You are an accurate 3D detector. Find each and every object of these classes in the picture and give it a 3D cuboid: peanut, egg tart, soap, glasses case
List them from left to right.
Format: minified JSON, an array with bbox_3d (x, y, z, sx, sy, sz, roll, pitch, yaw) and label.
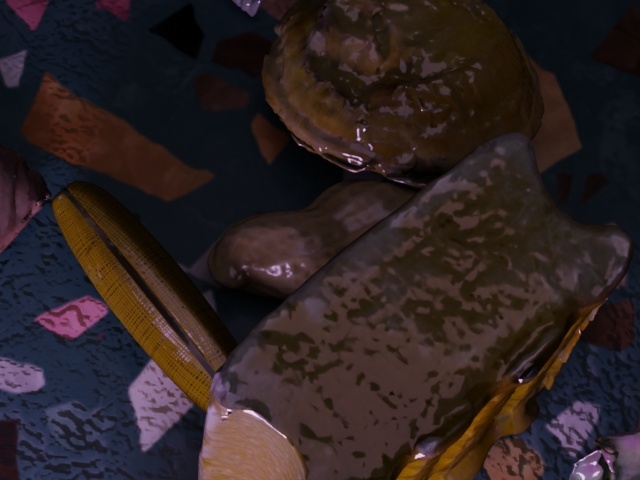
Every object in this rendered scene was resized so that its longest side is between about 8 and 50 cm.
[{"bbox_3d":[-0.129,0.048,1.403,0.064,0.079,0.234,-38,78,-10],"label":"glasses case"},{"bbox_3d":[0.000,0.000,1.444,0.187,0.082,0.082,-21,73,-14],"label":"peanut"},{"bbox_3d":[0.056,0.109,1.276,0.293,0.335,0.156,-37,77,-16],"label":"soap"},{"bbox_3d":[0.073,-0.148,1.481,0.232,0.098,0.252,-30,61,-27],"label":"egg tart"}]

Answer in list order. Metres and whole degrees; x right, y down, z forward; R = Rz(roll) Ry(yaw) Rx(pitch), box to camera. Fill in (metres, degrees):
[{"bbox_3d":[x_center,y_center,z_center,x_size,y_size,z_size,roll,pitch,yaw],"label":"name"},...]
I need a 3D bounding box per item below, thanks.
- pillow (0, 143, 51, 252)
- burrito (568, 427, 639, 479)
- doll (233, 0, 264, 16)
[{"bbox_3d":[-0.330,0.006,1.410,0.135,0.049,0.248,34,64,5],"label":"pillow"},{"bbox_3d":[0.306,0.202,1.402,0.229,0.089,0.144,-9,56,-12],"label":"burrito"},{"bbox_3d":[-0.119,-0.296,1.558,0.227,0.057,0.114,39,72,6],"label":"doll"}]
